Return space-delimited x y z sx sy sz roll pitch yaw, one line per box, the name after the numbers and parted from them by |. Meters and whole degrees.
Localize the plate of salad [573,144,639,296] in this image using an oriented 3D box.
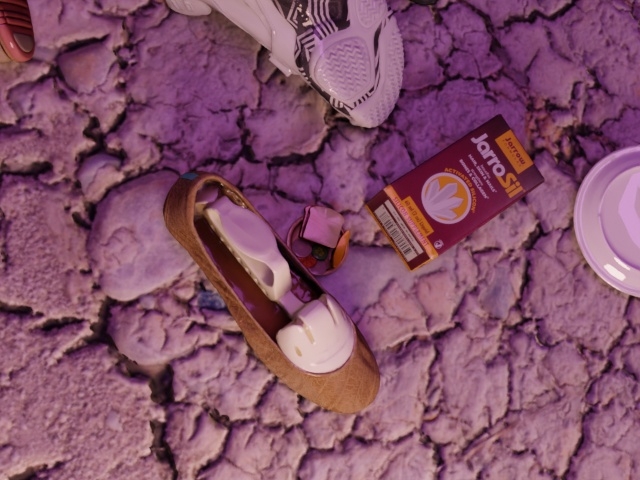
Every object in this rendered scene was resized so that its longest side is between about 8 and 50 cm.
0.419 -0.024 1.509 0.200 0.048 0.200 1 82 -5 | plate of salad

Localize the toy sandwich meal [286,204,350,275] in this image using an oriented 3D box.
0.000 0.000 1.396 0.085 0.029 0.085 3 77 -15 | toy sandwich meal

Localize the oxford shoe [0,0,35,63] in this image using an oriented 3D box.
-0.443 -0.337 1.326 0.130 0.123 0.348 -30 88 7 | oxford shoe

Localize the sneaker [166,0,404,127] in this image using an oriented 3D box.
-0.053 -0.285 1.396 0.137 0.210 0.366 -54 129 -19 | sneaker

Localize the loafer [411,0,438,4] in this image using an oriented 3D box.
0.083 -0.349 1.482 0.170 0.061 0.062 10 76 -12 | loafer

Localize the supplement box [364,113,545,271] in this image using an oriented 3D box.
0.164 -0.058 1.427 0.188 0.081 0.104 -33 88 -20 | supplement box

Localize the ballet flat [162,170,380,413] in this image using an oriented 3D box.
-0.047 0.055 1.321 0.116 0.124 0.342 -37 89 -19 | ballet flat
